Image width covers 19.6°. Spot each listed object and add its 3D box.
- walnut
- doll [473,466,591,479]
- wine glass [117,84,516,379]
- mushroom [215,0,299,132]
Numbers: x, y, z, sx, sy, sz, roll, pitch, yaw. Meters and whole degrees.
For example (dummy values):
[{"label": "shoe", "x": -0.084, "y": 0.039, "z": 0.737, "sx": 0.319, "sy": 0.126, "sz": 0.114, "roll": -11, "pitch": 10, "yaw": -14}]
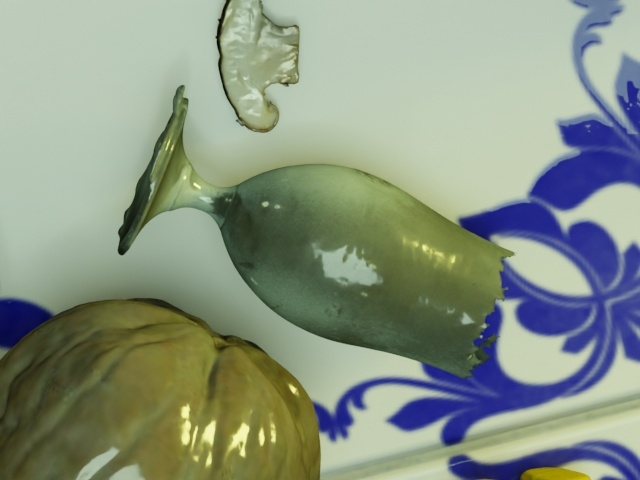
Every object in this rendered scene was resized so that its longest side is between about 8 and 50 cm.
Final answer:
[{"label": "walnut", "x": -0.109, "y": 0.143, "z": 1.040, "sx": 0.224, "sy": 0.224, "sz": 0.224, "roll": -1, "pitch": 108, "yaw": -3}, {"label": "doll", "x": 0.116, "y": 0.295, "z": 1.162, "sx": 0.103, "sy": 0.145, "sz": 0.316, "roll": 11, "pitch": 103, "yaw": 29}, {"label": "wine glass", "x": 0.000, "y": 0.000, "z": 1.059, "sx": 0.222, "sy": 0.103, "sz": 0.103, "roll": 22, "pitch": 105, "yaw": -10}, {"label": "mushroom", "x": -0.036, "y": -0.110, "z": 1.062, "sx": 0.049, "sy": 0.019, "sz": 0.101, "roll": 3, "pitch": 110, "yaw": -3}]
